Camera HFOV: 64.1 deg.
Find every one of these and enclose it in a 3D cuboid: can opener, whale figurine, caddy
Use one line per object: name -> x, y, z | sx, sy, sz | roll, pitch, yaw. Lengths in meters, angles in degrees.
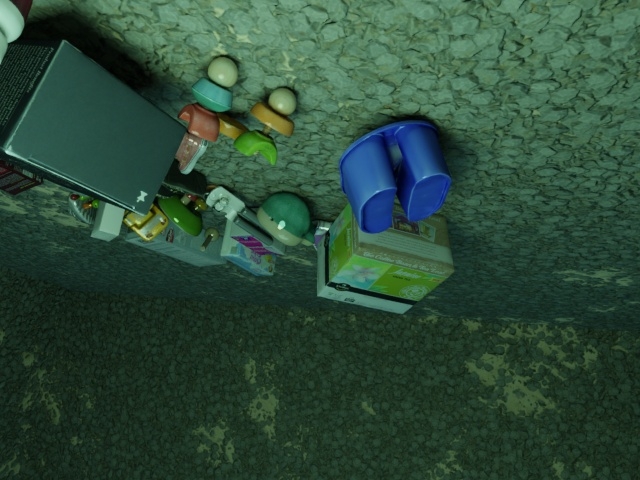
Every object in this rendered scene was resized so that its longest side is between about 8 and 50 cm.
can opener -> -0.251, -0.085, 1.663 | 0.280, 0.074, 0.093 | 37, -168, -27
whale figurine -> -0.086, -0.075, 1.659 | 0.216, 0.141, 0.272 | 42, -166, 19
caddy -> 0.172, -0.158, 1.229 | 0.241, 0.179, 0.341 | -17, 161, -2

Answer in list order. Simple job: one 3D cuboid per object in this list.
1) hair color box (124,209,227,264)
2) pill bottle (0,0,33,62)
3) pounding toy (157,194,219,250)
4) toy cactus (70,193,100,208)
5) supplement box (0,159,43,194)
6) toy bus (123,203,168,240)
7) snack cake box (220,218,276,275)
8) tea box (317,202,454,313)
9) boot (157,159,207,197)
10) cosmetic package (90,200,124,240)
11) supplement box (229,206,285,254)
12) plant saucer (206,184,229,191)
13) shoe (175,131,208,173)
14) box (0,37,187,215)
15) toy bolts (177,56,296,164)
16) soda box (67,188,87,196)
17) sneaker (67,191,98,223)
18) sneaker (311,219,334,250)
hair color box -> -0.571, 0.000, 2.076 | 0.185, 0.113, 0.374 | -8, 157, 38
pill bottle -> -0.489, -0.372, 0.748 | 0.121, 0.221, 0.121 | 7, 162, 2
pounding toy -> -0.421, -0.096, 1.715 | 0.237, 0.110, 0.183 | 47, -173, -8
toy cactus -> -0.686, -0.159, 1.685 | 0.219, 0.112, 0.180 | -14, 180, 11
supplement box -> -0.995, -0.232, 1.563 | 0.130, 0.073, 0.239 | -15, 154, 18
toy bus -> -0.586, -0.073, 1.703 | 0.130, 0.108, 0.333 | 48, 168, -14
snack cake box -> -0.270, 0.029, 1.987 | 0.089, 0.152, 0.264 | -2, 160, 24
tea box -> 0.197, 0.053, 1.661 | 0.329, 0.219, 0.323 | 13, 143, -18
boot -> -0.481, -0.188, 1.522 | 0.179, 0.085, 0.236 | -4, 159, 38
cosmetic package -> -0.611, -0.124, 1.514 | 0.060, 0.238, 0.099 | 20, 158, -35
supplement box -> -0.218, -0.030, 1.855 | 0.111, 0.113, 0.220 | -2, 161, 24
plant saucer -> -0.336, -0.162, 1.656 | 0.084, 0.013, 0.083 | 6, 162, 2
shoe -> -0.367, -0.239, 1.364 | 0.081, 0.063, 0.178 | 18, 154, -27
box -> -0.532, -0.233, 1.032 | 0.396, 0.211, 0.293 | 18, 171, 34
toy bolts -> -0.181, -0.294, 1.090 | 0.229, 0.158, 0.218 | 13, -156, -47
soda box -> -0.766, -0.228, 1.484 | 0.091, 0.098, 0.286 | -4, 159, 29
sneaker -> -0.881, -0.108, 1.880 | 0.115, 0.105, 0.281 | 8, 162, -4
sneaker -> 0.000, -0.001, 1.899 | 0.161, 0.102, 0.282 | 13, 151, -7
